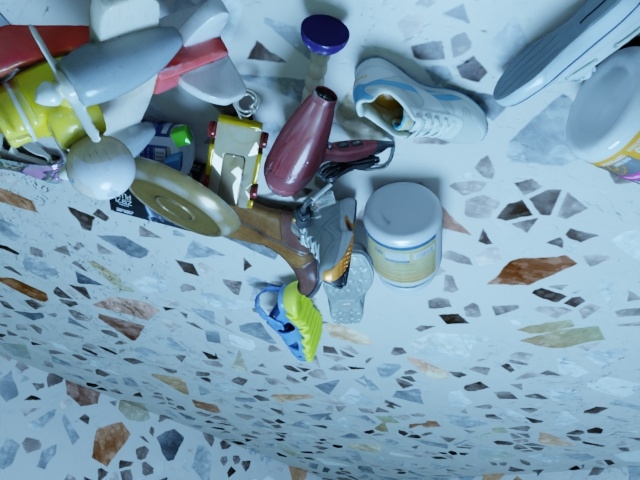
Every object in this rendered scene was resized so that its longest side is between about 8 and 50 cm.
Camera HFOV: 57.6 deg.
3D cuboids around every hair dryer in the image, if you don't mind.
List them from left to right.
[{"bbox_3d":[0.008,-0.147,0.935,0.080,0.224,0.293,48,174,21],"label":"hair dryer"}]

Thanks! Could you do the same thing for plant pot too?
[{"bbox_3d":[-0.256,-0.068,1.045,0.236,0.032,0.236,22,160,9],"label":"plant pot"}]

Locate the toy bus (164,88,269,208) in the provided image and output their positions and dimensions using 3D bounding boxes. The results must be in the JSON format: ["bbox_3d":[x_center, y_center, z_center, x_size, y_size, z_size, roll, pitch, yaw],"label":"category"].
[{"bbox_3d":[-0.148,-0.159,1.019,0.202,0.104,0.191,-27,121,15],"label":"toy bus"}]

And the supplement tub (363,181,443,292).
[{"bbox_3d":[0.162,-0.001,1.125,0.145,0.144,0.199,3,145,13],"label":"supplement tub"}]

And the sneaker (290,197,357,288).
[{"bbox_3d":[0.000,0.000,1.076,0.121,0.262,0.099,8,118,1],"label":"sneaker"}]

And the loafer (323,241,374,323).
[{"bbox_3d":[0.059,0.084,1.307,0.112,0.111,0.319,0,149,-3],"label":"loafer"}]

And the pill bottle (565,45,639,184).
[{"bbox_3d":[0.502,-0.143,0.801,0.279,0.162,0.162,19,146,-10],"label":"pill bottle"}]

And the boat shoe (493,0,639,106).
[{"bbox_3d":[0.336,-0.242,0.774,0.076,0.083,0.226,28,142,-21],"label":"boat shoe"}]

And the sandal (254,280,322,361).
[{"bbox_3d":[-0.080,0.211,1.545,0.138,0.126,0.317,3,137,19],"label":"sandal"}]

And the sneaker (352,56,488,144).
[{"bbox_3d":[0.152,-0.192,0.897,0.229,0.092,0.087,19,144,-13],"label":"sneaker"}]

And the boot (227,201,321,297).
[{"bbox_3d":[-0.120,0.013,1.277,0.281,0.096,0.264,13,147,-1],"label":"boot"}]

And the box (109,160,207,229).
[{"bbox_3d":[-0.330,-0.107,1.179,0.180,0.077,0.147,15,147,-6],"label":"box"}]

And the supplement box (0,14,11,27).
[{"bbox_3d":[-0.604,-0.288,0.966,0.220,0.111,0.114,-6,143,25],"label":"supplement box"}]

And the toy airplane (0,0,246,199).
[{"bbox_3d":[-0.283,-0.189,0.786,0.385,0.272,0.386,-13,173,22],"label":"toy airplane"}]

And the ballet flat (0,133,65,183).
[{"bbox_3d":[-0.629,-0.176,1.185,0.222,0.076,0.079,13,128,-10],"label":"ballet flat"}]

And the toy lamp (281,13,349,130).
[{"bbox_3d":[-0.015,-0.218,0.922,0.080,0.080,0.274,14,147,-3],"label":"toy lamp"}]

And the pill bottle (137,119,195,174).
[{"bbox_3d":[-0.324,-0.173,1.066,0.170,0.094,0.094,7,146,7],"label":"pill bottle"}]
